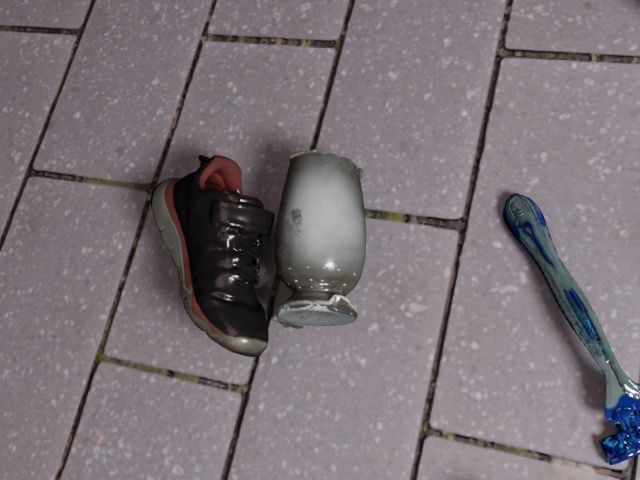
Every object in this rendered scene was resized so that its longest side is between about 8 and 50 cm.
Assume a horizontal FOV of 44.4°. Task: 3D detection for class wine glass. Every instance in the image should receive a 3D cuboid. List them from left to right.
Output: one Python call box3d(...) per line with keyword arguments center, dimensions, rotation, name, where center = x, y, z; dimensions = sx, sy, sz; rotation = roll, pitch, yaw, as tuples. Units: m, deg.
box3d(center=(0.000, 0.000, 0.948), dimensions=(0.111, 0.111, 0.204), rotation=(-2, 71, 17), name="wine glass")

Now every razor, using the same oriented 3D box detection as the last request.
box3d(center=(0.282, 0.075, 0.863), dimensions=(0.093, 0.056, 0.324), rotation=(-26, 64, 8), name="razor")

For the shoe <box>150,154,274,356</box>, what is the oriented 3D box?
box3d(center=(-0.109, 0.008, 0.964), dimensions=(0.137, 0.114, 0.291), rotation=(-40, 56, 23), name="shoe")
